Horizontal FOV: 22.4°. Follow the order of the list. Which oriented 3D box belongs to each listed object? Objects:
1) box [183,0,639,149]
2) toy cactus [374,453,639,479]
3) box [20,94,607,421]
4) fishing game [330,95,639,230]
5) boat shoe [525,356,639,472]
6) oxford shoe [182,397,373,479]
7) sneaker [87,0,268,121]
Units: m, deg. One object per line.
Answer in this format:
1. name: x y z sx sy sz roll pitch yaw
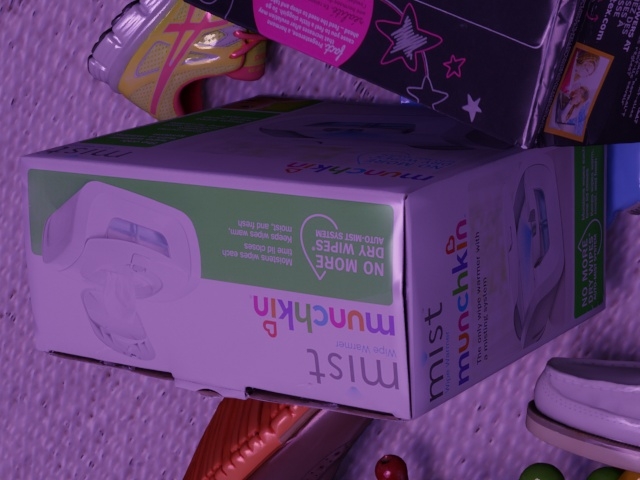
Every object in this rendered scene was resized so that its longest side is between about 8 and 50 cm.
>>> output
1. box: 0.073 -0.169 0.900 0.247 0.142 0.163 27 110 31
2. toy cactus: 0.145 0.208 1.024 0.219 0.112 0.180 1 120 23
3. box: 0.000 0.000 0.939 0.262 0.231 0.126 8 106 35
4. fishing game: 0.133 -0.086 0.990 0.264 0.041 0.189 -41 80 35
5. boat shoe: 0.271 0.085 0.925 0.302 0.113 0.103 5 102 14
6. oxford shoe: -0.035 0.186 1.098 0.133 0.130 0.363 35 117 -9
7. sneaker: -0.058 -0.153 1.052 0.094 0.081 0.208 46 122 2
